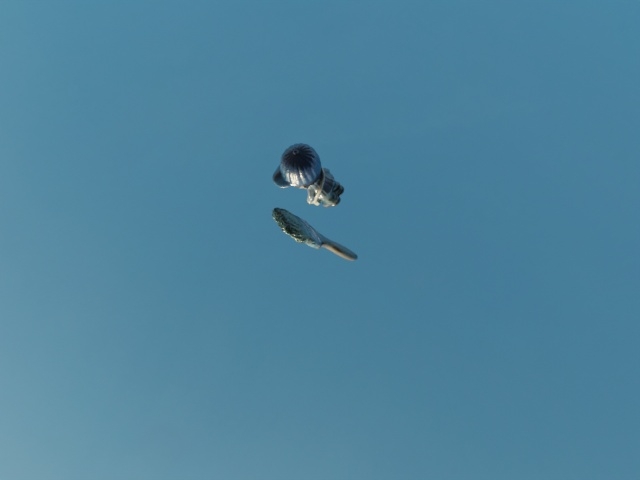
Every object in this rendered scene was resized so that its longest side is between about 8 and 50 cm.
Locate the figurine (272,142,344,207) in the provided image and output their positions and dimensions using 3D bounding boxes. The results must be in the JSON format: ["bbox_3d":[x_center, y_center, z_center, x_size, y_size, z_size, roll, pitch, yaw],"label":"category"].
[{"bbox_3d":[-0.017,-0.111,1.055,0.087,0.149,0.086,7,-112,49],"label":"figurine"}]

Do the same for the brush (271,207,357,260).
[{"bbox_3d":[0.000,0.000,0.934,0.021,0.196,0.070,-48,-133,13],"label":"brush"}]
